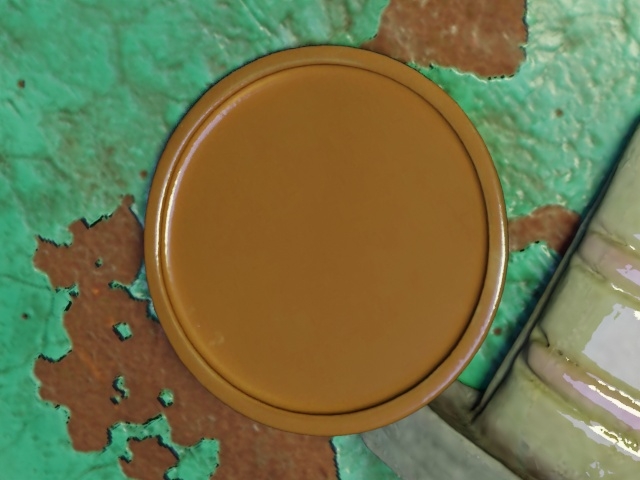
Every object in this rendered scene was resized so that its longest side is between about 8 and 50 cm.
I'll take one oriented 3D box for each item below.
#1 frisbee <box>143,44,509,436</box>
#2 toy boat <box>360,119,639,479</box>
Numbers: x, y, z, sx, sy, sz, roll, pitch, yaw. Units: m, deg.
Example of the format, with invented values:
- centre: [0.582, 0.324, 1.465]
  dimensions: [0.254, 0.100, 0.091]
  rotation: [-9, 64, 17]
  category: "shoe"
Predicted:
- centre: [0.000, 0.000, 0.952]
  dimensions: [0.251, 0.021, 0.250]
  rotation: [1, 92, 20]
  category: "frisbee"
- centre: [0.199, 0.110, 0.940]
  dimensions: [0.293, 0.111, 0.276]
  rotation: [-43, 90, 18]
  category: "toy boat"
